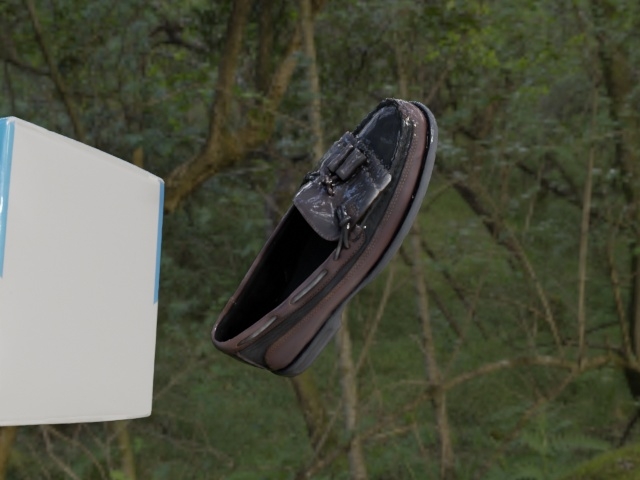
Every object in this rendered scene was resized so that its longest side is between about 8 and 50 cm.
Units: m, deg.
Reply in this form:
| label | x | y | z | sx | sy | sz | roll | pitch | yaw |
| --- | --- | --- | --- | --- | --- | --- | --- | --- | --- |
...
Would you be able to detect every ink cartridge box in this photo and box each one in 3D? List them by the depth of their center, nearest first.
| label | x | y | z | sx | sy | sz | roll | pitch | yaw |
| --- | --- | --- | --- | --- | --- | --- | --- | --- | --- |
| ink cartridge box | -0.289 | 0.033 | 0.698 | 0.269 | 0.198 | 0.197 | -1 | -9 | 21 |

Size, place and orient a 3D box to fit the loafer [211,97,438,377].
| label | x | y | z | sx | sy | sz | roll | pitch | yaw |
| --- | --- | --- | --- | --- | --- | --- | --- | --- | --- |
| loafer | 0.000 | 0.000 | 0.846 | 0.095 | 0.303 | 0.109 | 15 | 24 | -35 |
